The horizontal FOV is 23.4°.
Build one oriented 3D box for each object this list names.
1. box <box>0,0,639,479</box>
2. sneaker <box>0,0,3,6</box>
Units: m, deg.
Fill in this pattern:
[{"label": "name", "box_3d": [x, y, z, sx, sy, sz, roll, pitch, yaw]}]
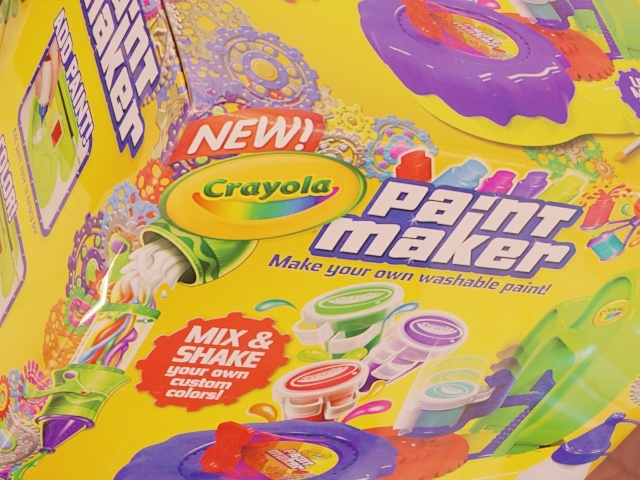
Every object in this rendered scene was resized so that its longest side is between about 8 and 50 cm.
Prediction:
[{"label": "box", "box_3d": [0.000, 0.000, 0.670, 0.279, 0.290, 0.177, -56, 39, 38]}, {"label": "sneaker", "box_3d": [-0.140, -0.113, 1.011, 0.330, 0.146, 0.122, 44, 88, -3]}]
